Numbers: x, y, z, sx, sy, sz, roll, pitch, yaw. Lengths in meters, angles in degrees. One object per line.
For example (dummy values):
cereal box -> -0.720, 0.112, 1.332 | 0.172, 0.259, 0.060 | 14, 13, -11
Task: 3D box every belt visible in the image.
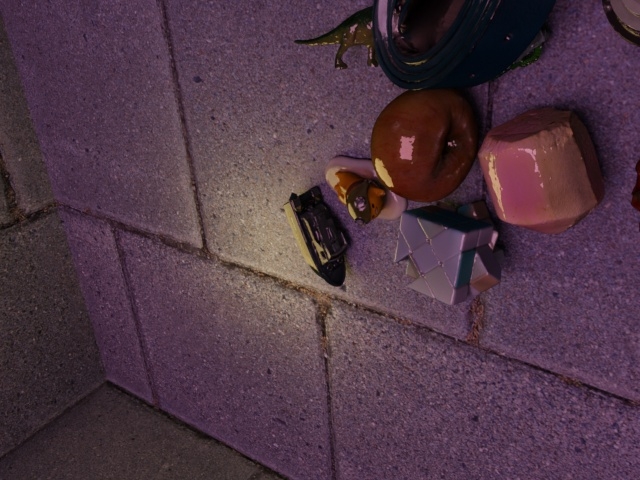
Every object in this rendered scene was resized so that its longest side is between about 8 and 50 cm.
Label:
belt -> 0.259, -0.463, 1.168 | 0.300, 0.173, 0.436 | 61, 149, 25
belt -> 0.383, -0.371, 1.278 | 0.079, 0.121, 0.151 | 53, 135, 2

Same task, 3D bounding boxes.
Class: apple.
apple -> 0.224, -0.213, 1.427 | 0.194, 0.261, 0.260 | 18, 128, 51

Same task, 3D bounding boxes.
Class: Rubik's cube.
Rubik's cube -> 0.318, 0.019, 1.524 | 0.265, 0.213, 0.224 | 25, 116, 40

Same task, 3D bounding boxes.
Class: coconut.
coconut -> 0.450, -0.128, 1.310 | 0.233, 0.233, 0.245 | -3, 120, 41

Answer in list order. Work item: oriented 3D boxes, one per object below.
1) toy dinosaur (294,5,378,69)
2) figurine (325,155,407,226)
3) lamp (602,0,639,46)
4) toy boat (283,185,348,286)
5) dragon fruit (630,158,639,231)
toy dinosaur -> 0.120, -0.522, 1.429 | 0.447, 0.087, 0.300 | 14, 125, 25
figurine -> 0.083, -0.112, 1.675 | 0.250, 0.141, 0.166 | 24, 130, 27
lamp -> 0.580, -0.396, 0.991 | 0.374, 0.272, 0.205 | 31, 134, 21
toy boat -> 0.001, -0.002, 1.828 | 0.122, 0.114, 0.296 | -8, 110, 51
dragon fruit -> 0.679, -0.115, 1.143 | 0.234, 0.234, 0.293 | 27, 116, 24
